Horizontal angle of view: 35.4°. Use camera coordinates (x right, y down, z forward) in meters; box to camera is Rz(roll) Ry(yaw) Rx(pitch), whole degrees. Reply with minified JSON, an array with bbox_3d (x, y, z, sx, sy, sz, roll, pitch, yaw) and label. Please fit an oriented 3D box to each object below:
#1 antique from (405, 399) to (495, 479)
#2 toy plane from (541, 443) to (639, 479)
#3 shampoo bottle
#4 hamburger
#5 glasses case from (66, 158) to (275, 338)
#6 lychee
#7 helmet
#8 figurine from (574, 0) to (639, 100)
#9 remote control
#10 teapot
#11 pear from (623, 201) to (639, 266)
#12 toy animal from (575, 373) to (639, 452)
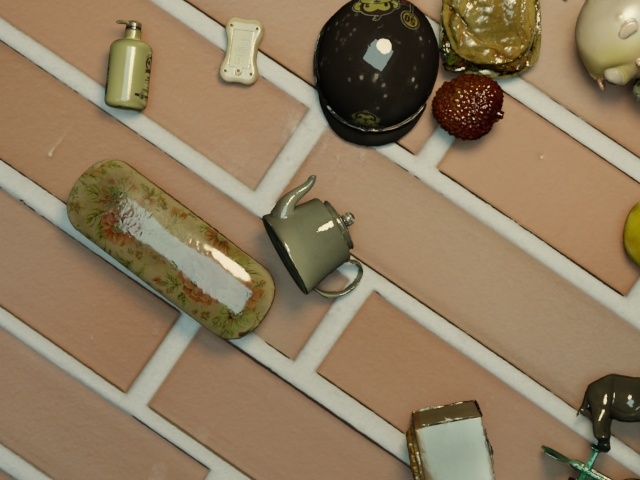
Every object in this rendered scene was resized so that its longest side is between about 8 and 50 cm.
[{"bbox_3d":[0.231,0.377,1.794,0.148,0.147,0.152,-12,91,5],"label":"antique"},{"bbox_3d":[0.566,0.459,1.778,0.381,0.155,0.106,29,93,19],"label":"toy plane"},{"bbox_3d":[-0.351,-0.324,1.849,0.079,0.079,0.162,7,90,3],"label":"shampoo bottle"},{"bbox_3d":[0.305,-0.398,1.806,0.183,0.130,0.206,1,106,-1],"label":"hamburger"},{"bbox_3d":[-0.272,0.015,1.838,0.425,0.098,0.156,37,87,2],"label":"glasses case"},{"bbox_3d":[0.264,-0.239,1.799,0.129,0.123,0.123,4,91,2],"label":"lychee"},{"bbox_3d":[0.098,-0.313,1.789,0.230,0.160,0.279,10,90,1],"label":"helmet"},{"bbox_3d":[0.629,-0.298,1.740,0.274,0.226,0.394,-30,99,29],"label":"figurine"},{"bbox_3d":[-0.146,-0.351,1.862,0.074,0.032,0.122,9,92,3],"label":"remote control"},{"bbox_3d":[0.000,0.000,1.811,0.149,0.162,0.239,-31,114,-9],"label":"teapot"},{"bbox_3d":[0.614,-0.010,1.795,0.141,0.104,0.141,0,94,1],"label":"pear"},{"bbox_3d":[0.582,0.297,1.772,0.245,0.114,0.146,8,54,7],"label":"toy animal"}]
